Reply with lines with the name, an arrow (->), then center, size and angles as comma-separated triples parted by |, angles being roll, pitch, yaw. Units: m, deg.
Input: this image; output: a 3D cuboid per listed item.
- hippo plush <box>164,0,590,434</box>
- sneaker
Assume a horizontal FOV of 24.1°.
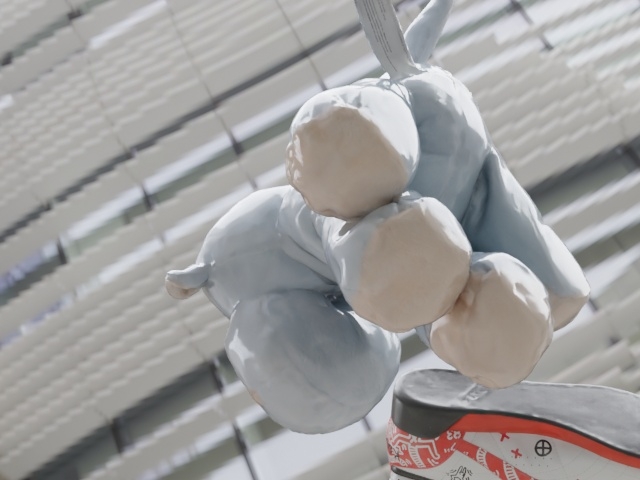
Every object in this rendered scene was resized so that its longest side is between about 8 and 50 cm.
hippo plush -> 0.000, 0.000, 0.982 | 0.237, 0.294, 0.234 | -34, -21, 28
sneaker -> 0.186, 0.196, 1.239 | 0.270, 0.090, 0.145 | 9, -60, 10
